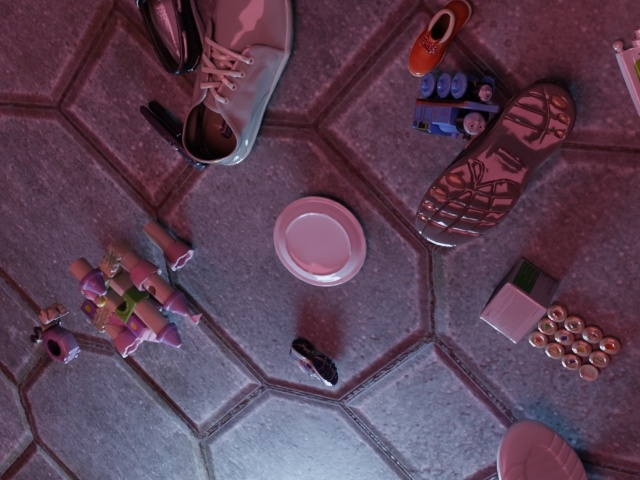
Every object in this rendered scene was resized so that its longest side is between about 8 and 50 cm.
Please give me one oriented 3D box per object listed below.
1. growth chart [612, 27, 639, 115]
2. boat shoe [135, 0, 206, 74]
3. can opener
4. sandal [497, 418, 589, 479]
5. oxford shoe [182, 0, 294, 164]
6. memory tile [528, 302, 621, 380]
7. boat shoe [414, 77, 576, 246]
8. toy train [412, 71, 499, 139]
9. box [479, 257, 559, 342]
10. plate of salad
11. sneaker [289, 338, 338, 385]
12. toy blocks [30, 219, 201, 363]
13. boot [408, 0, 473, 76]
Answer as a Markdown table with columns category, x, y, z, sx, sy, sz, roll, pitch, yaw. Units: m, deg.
| category | x | y | z | sx | sy | sz | roll | pitch | yaw |
| --- | --- | --- | --- | --- | --- | --- | --- | --- | --- |
| growth chart | 0.562 | -0.277 | 1.220 | 0.237 | 0.021 | 0.172 | -27 | 101 | 38 |
| boat shoe | -0.304 | -0.467 | 1.566 | 0.114 | 0.091 | 0.302 | -13 | 109 | 34 |
| can opener | -0.310 | -0.222 | 1.725 | 0.186 | 0.059 | 0.073 | 43 | 129 | 2 |
| sandal | 0.469 | 0.532 | 1.617 | 0.416 | 0.169 | 0.102 | 55 | 168 | -8 |
| oxford shoe | -0.163 | -0.325 | 1.542 | 0.169 | 0.130 | 0.449 | 30 | 124 | 17 |
| memory tile | 0.473 | 0.191 | 1.532 | 0.148 | 0.012 | 0.113 | 33 | 127 | 10 |
| boat shoe | 0.300 | -0.126 | 1.386 | 0.132 | 0.130 | 0.355 | 42 | 123 | -2 |
| toy train | 0.223 | -0.223 | 1.361 | 0.184 | 0.080 | 0.105 | -154 | 68 | -64 |
| box | 0.362 | 0.109 | 1.493 | 0.087 | 0.101 | 0.102 | 37 | 128 | 7 |
| plate of salad | 0.000 | 0.000 | 1.677 | 0.200 | 0.048 | 0.199 | 7 | 115 | 15 |
| sneaker | -0.016 | 0.280 | 1.845 | 0.135 | 0.052 | 0.058 | 43 | 139 | 12 |
| toy blocks | -0.419 | 0.169 | 1.842 | 0.260 | 0.309 | 0.288 | 44 | 129 | 10 |
| boot | 0.186 | -0.332 | 1.366 | 0.059 | 0.084 | 0.158 | 38 | 130 | 4 |
